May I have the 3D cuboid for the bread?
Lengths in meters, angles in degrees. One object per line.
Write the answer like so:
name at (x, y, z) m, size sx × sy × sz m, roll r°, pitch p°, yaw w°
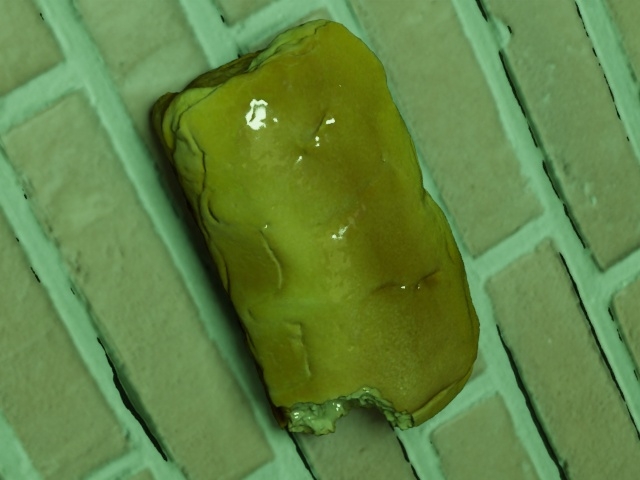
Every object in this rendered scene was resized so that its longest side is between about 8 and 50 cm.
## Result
bread at (0.005, 0.000, 1.400) m, size 0.195 × 0.149 × 0.344 m, roll -28°, pitch 111°, yaw -10°
